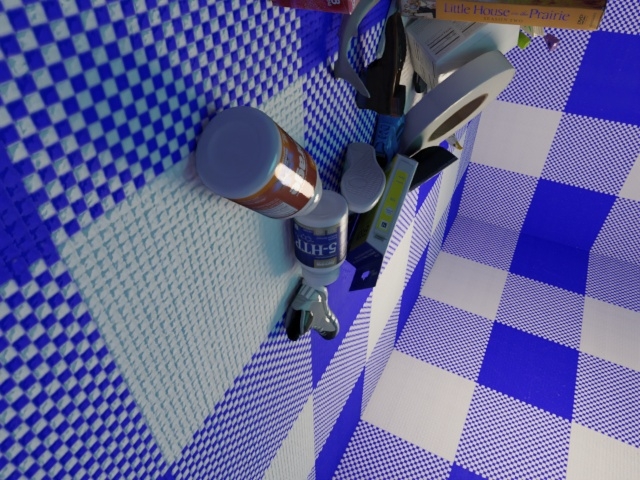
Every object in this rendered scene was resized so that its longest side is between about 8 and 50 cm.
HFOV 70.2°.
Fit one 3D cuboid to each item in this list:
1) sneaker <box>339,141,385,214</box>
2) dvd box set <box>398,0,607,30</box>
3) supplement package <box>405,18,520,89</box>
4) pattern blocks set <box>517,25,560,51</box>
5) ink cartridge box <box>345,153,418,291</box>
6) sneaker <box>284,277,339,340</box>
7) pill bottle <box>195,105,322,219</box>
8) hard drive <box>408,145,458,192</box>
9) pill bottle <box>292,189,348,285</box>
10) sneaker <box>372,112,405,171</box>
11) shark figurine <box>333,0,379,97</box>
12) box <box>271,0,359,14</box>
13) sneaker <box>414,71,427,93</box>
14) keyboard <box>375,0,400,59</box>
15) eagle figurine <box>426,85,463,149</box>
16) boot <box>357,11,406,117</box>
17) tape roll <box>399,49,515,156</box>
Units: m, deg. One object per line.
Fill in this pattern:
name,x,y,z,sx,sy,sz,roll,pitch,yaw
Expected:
sneaker,0.088,-0.099,1.025,0.256,0.094,0.151,-82,178,-53
dvd box set,0.418,-0.620,1.016,0.062,0.419,0.308,59,49,-64
supplement package,0.389,-0.555,1.243,0.261,0.145,0.204,-35,160,8
pattern blocks set,0.514,-0.619,1.182,0.026,0.325,0.285,-33,153,9
ink cartridge box,0.129,-0.029,1.162,0.303,0.072,0.308,132,-18,-78
sneaker,-0.031,0.200,1.093,0.132,0.086,0.229,-52,142,-31
pill bottle,-0.073,-0.098,0.663,0.121,0.121,0.216,-71,160,-1
hard drive,0.272,-0.203,1.280,0.171,0.054,0.255,-34,-170,4
pill bottle,0.000,0.000,0.940,0.112,0.111,0.187,-52,151,-41
sneaker,0.176,-0.275,1.219,0.082,0.069,0.210,-47,148,-41
shark figurine,0.096,-0.424,0.836,0.279,0.116,0.166,-68,158,-14
box,0.028,-0.444,0.620,0.257,0.128,0.123,-63,158,-23
sneaker,0.360,-0.559,1.400,0.083,0.098,0.224,13,95,-69
keyboard,0.179,-0.551,1.078,0.072,0.014,0.256,-4,111,-73
eagle figurine,0.410,-0.373,1.625,0.226,0.225,0.298,22,124,-31
boot,0.125,-0.370,0.977,0.082,0.106,0.219,-58,150,-43
tape roll,0.376,-0.379,1.319,0.391,0.072,0.392,-33,172,-5
